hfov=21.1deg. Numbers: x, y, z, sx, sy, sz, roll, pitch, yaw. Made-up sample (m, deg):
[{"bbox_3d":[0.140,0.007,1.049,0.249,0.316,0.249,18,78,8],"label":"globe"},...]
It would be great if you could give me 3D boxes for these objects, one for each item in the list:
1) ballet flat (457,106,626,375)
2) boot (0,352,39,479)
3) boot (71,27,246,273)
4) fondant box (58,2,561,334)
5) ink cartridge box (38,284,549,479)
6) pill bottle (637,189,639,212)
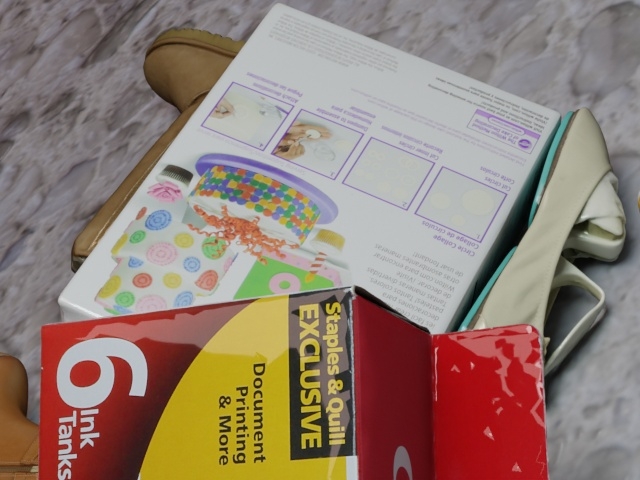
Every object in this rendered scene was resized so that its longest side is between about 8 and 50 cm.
[{"bbox_3d":[0.171,0.013,1.213,0.086,0.086,0.248,0,50,43],"label":"ballet flat"},{"bbox_3d":[-0.233,0.169,1.405,0.152,0.073,0.197,-16,51,32],"label":"boot"},{"bbox_3d":[-0.150,-0.074,1.604,0.236,0.089,0.269,8,56,48],"label":"boot"},{"bbox_3d":[0.000,0.000,1.225,0.238,0.096,0.330,23,52,12],"label":"fondant box"},{"bbox_3d":[-0.014,0.192,0.965,0.272,0.130,0.309,-9,73,22],"label":"ink cartridge box"},{"bbox_3d":[0.245,-0.018,1.199,0.043,0.043,0.083,-25,34,19],"label":"pill bottle"}]
